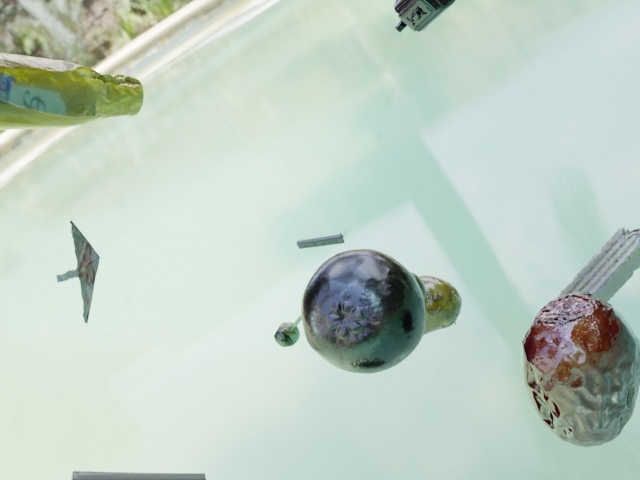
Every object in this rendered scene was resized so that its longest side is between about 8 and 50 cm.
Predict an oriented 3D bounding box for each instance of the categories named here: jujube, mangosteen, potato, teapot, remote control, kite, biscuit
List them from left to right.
[{"bbox_3d":[-0.514,0.068,1.922,0.012,0.229,0.250,-3,-11,-35],"label":"kite"},{"bbox_3d":[0.000,0.000,1.748,0.091,0.034,0.016,-8,67,9],"label":"remote control"},{"bbox_3d":[0.073,0.117,1.537,0.216,0.216,0.216,-30,18,11],"label":"mangosteen"},{"bbox_3d":[0.216,0.145,1.956,0.176,0.137,0.137,-28,19,18],"label":"potato"},{"bbox_3d":[0.201,-0.462,1.787,0.177,0.087,0.096,-36,20,51],"label":"teapot"},{"bbox_3d":[0.394,0.195,1.363,0.183,0.243,0.183,-17,31,10],"label":"jujube"},{"bbox_3d":[0.562,0.071,1.801,0.108,0.062,0.239,5,-50,-51],"label":"biscuit"}]

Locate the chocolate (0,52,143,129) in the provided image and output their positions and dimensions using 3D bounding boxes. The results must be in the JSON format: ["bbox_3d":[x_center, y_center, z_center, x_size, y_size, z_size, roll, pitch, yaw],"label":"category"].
[{"bbox_3d":[-0.542,-0.297,1.771,0.445,0.162,0.162,-8,-5,-45],"label":"chocolate"}]

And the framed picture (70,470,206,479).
[{"bbox_3d":[-0.380,0.555,1.758,0.022,0.247,0.335,-108,31,-47],"label":"framed picture"}]

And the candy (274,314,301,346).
[{"bbox_3d":[-0.050,0.180,2.052,0.061,0.061,0.202,-49,-3,-41],"label":"candy"}]
